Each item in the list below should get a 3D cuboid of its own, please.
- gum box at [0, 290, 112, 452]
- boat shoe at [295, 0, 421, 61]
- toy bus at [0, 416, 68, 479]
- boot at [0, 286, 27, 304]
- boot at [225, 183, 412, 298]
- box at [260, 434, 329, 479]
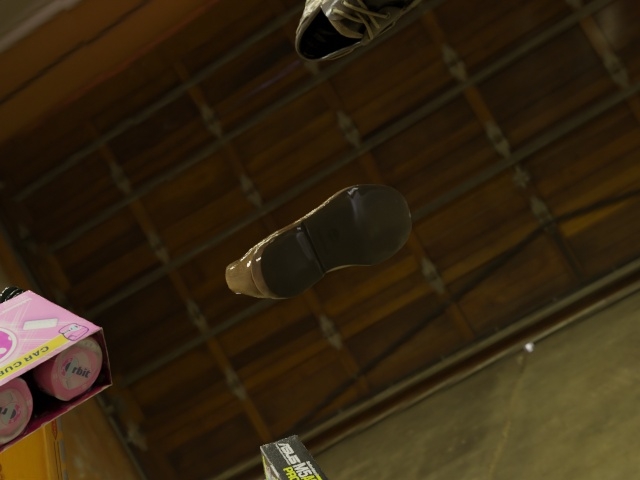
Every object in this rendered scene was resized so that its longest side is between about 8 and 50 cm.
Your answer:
[{"bbox_3d":[-0.282,0.121,0.810,0.107,0.062,0.188,20,37,37],"label":"gum box"},{"bbox_3d":[0.073,-0.357,1.497,0.355,0.132,0.130,-24,38,62],"label":"boat shoe"},{"bbox_3d":[-0.325,0.259,1.038,0.108,0.333,0.130,-9,-10,-5],"label":"toy bus"},{"bbox_3d":[-0.371,0.110,1.340,0.045,0.121,0.099,-54,-6,-3],"label":"boot"},{"bbox_3d":[0.000,0.000,1.338,0.305,0.112,0.115,-23,5,-40],"label":"boot"},{"bbox_3d":[-0.006,0.435,1.337,0.060,0.270,0.216,-13,20,-17],"label":"box"}]
